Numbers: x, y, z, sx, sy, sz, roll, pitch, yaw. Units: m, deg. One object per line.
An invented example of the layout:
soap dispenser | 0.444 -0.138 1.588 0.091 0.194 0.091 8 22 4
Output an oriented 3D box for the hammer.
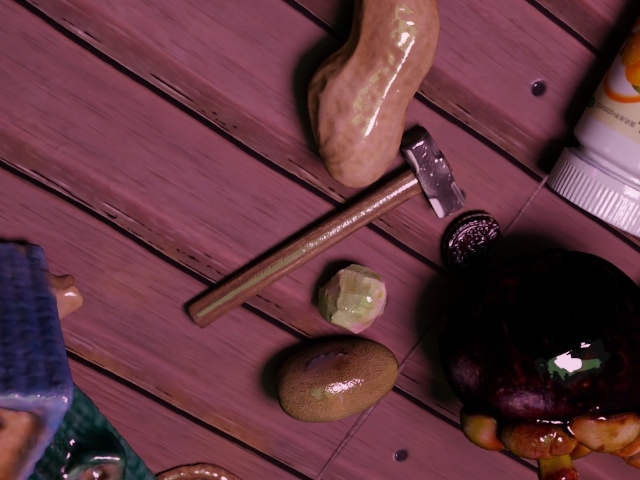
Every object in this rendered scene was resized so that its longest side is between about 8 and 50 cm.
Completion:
hammer | 0.000 0.000 1.539 0.365 0.043 0.111 -32 117 1

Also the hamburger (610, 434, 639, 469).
hamburger | 0.478 0.191 1.639 0.211 0.245 0.260 35 79 -23

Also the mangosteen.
mangosteen | 0.281 0.151 1.529 0.287 0.287 0.233 -16 144 -8

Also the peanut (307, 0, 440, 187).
peanut | 0.058 -0.195 1.438 0.125 0.111 0.274 19 103 -5

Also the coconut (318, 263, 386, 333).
coconut | 0.044 0.070 1.554 0.081 0.083 0.082 20 146 -20

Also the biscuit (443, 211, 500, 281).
biscuit | 0.196 0.009 1.597 0.087 0.027 0.089 -40 115 4

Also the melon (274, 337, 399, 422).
melon | 0.022 0.174 1.577 0.162 0.099 0.099 -14 114 -11

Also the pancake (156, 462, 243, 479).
pancake | -0.173 0.381 1.652 0.199 0.021 0.199 -5 112 -12

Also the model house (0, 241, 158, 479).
model house | -0.367 0.228 1.377 0.342 0.334 0.382 -29 126 0

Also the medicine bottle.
medicine bottle | 0.417 -0.172 1.511 0.158 0.158 0.318 23 103 -22
